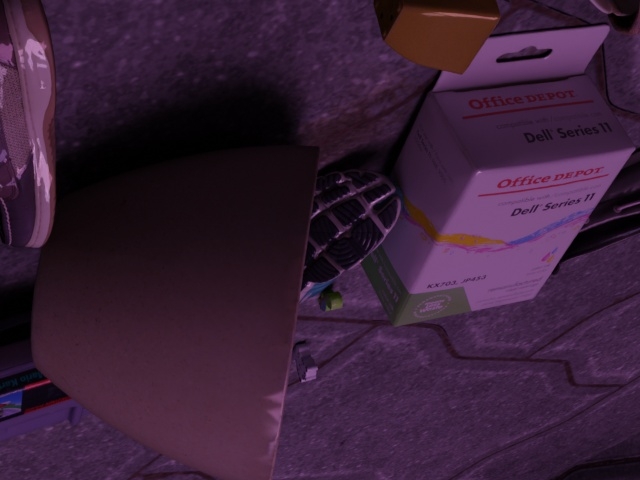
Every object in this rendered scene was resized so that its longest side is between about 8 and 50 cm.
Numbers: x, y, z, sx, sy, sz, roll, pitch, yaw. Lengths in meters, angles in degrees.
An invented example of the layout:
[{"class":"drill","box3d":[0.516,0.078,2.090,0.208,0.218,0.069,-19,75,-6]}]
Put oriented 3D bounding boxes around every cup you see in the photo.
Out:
[{"class":"cup","box3d":[-0.140,0.057,1.216,0.237,0.331,0.331,8,151,-2]}]

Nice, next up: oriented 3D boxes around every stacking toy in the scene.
[{"class":"stacking toy","box3d":[-0.070,0.143,1.698,0.167,0.052,0.221,-11,152,-23]}]

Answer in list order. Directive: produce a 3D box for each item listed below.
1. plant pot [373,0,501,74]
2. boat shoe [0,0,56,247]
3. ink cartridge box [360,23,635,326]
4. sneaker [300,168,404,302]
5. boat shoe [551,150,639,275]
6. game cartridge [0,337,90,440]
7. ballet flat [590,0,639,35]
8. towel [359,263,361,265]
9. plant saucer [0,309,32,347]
[{"class":"plant pot","box3d":[0.095,-0.202,1.115,0.083,0.081,0.081,2,148,-23]},{"class":"boat shoe","box3d":[-0.261,-0.092,1.020,0.092,0.102,0.285,-8,148,-17]},{"class":"ink cartridge box","box3d":[0.194,-0.063,1.390,0.207,0.119,0.353,-10,146,-25]},{"class":"sneaker","box3d":[0.000,0.000,1.449,0.110,0.107,0.275,-24,169,-47]},{"class":"boat shoe","box3d":[0.331,-0.010,1.668,0.335,0.095,0.112,-29,154,14]},{"class":"game cartridge","box3d":[-0.376,0.183,1.384,0.355,0.068,0.230,-17,166,-20]},{"class":"ballet flat","box3d":[0.270,-0.259,1.121,0.106,0.107,0.316,-15,157,16]},{"class":"towel","box3d":[0.135,-0.013,1.581,0.197,0.029,0.144,-31,155,18]},{"class":"plant saucer","box3d":[-0.331,0.120,1.451,0.195,0.037,0.195,-18,156,-9]}]
